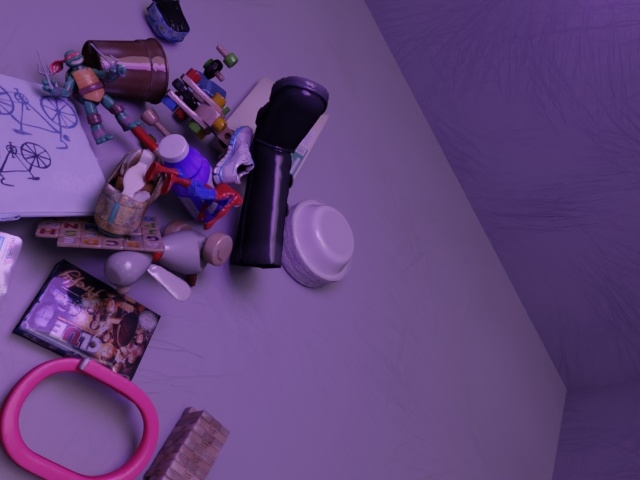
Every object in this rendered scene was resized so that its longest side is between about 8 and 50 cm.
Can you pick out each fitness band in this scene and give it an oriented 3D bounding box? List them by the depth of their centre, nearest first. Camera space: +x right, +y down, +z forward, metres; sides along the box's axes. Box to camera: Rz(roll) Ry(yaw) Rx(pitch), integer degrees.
[{"bbox_3d":[-0.444,0.349,0.919,0.291,0.054,0.209,43,55,-25],"label":"fitness band"}]

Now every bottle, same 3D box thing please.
[{"bbox_3d":[-0.318,-0.152,1.215,0.283,0.092,0.118,76,21,-65],"label":"bottle"}]

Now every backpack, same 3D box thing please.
[{"bbox_3d":[-0.450,-0.646,1.446,0.105,0.084,0.115,-26,86,-51],"label":"backpack"}]

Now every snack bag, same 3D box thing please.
[{"bbox_3d":[-0.586,-0.188,0.989,0.343,0.037,0.323,64,21,6],"label":"snack bag"}]

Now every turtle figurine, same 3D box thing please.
[{"bbox_3d":[-0.518,-0.346,1.100,0.175,0.118,0.234,-32,114,-14],"label":"turtle figurine"}]

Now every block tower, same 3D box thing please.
[{"bbox_3d":[-0.308,0.505,0.993,0.091,0.097,0.336,50,40,-20],"label":"block tower"}]

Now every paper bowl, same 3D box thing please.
[{"bbox_3d":[0.000,0.000,1.578,0.284,0.148,0.285,28,50,-39],"label":"paper bowl"}]

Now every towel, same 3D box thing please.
[{"bbox_3d":[-0.350,-0.473,1.516,0.119,0.029,0.067,31,49,-35],"label":"towel"}]

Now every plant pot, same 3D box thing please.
[{"bbox_3d":[-0.497,-0.429,1.228,0.165,0.166,0.167,-15,82,-44],"label":"plant pot"}]

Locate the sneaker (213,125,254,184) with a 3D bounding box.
[{"bbox_3d":[-0.202,-0.215,1.264,0.071,0.082,0.191,68,36,-58],"label":"sneaker"}]

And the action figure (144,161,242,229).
[{"bbox_3d":[-0.287,-0.083,1.126,0.091,0.139,0.280,37,14,26],"label":"action figure"}]

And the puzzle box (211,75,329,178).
[{"bbox_3d":[-0.149,-0.363,1.594,0.272,0.052,0.409,30,46,-7],"label":"puzzle box"}]

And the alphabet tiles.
[{"bbox_3d":[-0.464,-0.024,1.035,0.237,0.009,0.198,5,21,-26],"label":"alphabet tiles"}]

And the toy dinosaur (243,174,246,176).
[{"bbox_3d":[-0.206,-0.228,1.550,0.183,0.053,0.092,68,24,-2],"label":"toy dinosaur"}]

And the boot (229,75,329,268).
[{"bbox_3d":[-0.117,-0.150,1.260,0.146,0.367,0.446,14,81,-17],"label":"boot"}]

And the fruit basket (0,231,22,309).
[{"bbox_3d":[-0.687,0.112,0.749,0.326,0.165,0.354,23,70,-40],"label":"fruit basket"}]

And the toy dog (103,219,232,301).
[{"bbox_3d":[-0.358,0.063,1.127,0.333,0.220,0.161,-9,116,-47],"label":"toy dog"}]

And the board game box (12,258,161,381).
[{"bbox_3d":[-0.474,0.173,1.017,0.243,0.042,0.165,39,45,-29],"label":"board game box"}]

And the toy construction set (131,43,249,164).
[{"bbox_3d":[-0.313,-0.295,1.292,0.237,0.257,0.309,47,63,-9],"label":"toy construction set"}]

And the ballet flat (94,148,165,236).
[{"bbox_3d":[-0.413,-0.141,1.102,0.123,0.123,0.349,42,22,-27],"label":"ballet flat"}]
